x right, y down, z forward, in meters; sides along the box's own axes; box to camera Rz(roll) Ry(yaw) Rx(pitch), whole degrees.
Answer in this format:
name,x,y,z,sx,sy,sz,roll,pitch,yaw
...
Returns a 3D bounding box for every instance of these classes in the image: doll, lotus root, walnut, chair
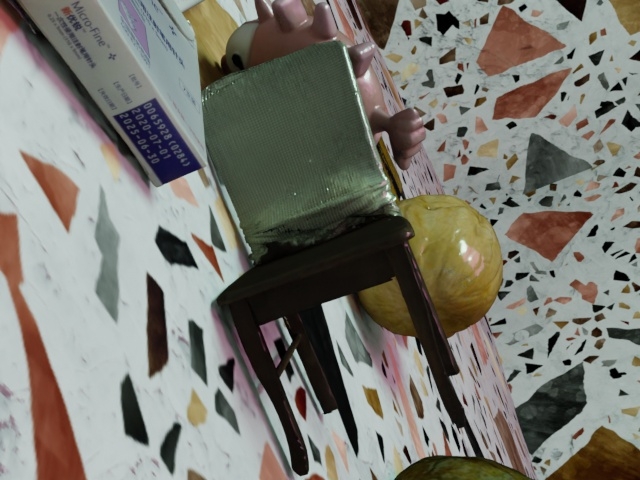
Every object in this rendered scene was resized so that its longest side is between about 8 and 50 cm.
name,x,y,z,sx,sy,sz,roll,pitch,yaw
doll,-0.006,-0.141,0.924,0.262,0.093,0.211,33,-38,30
lotus root,0.194,0.317,1.063,0.314,0.210,0.142,75,13,-55
walnut,0.139,0.037,1.229,0.221,0.195,0.195,-69,136,-68
chair,0.000,0.000,0.772,0.186,0.160,0.319,-52,122,-78

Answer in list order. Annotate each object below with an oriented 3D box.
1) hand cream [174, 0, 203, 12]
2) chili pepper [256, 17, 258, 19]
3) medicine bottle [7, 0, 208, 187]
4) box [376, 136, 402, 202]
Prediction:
name,x,y,z,sx,sy,sz,roll,pitch,yaw
hand cream,-0.133,-0.271,0.891,0.133,0.083,0.248,66,23,-9
chili pepper,-0.026,-0.146,1.137,0.137,0.092,0.368,101,-22,-76
medicine bottle,-0.148,-0.162,0.657,0.171,0.052,0.201,-101,166,-44
box,0.075,-0.124,1.548,0.237,0.070,0.152,-70,137,-76
